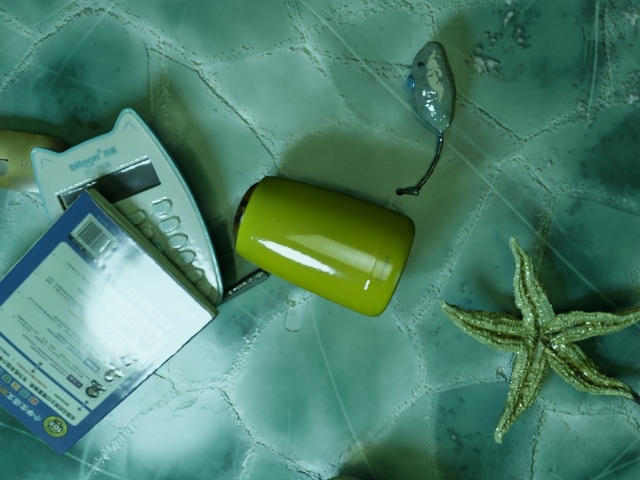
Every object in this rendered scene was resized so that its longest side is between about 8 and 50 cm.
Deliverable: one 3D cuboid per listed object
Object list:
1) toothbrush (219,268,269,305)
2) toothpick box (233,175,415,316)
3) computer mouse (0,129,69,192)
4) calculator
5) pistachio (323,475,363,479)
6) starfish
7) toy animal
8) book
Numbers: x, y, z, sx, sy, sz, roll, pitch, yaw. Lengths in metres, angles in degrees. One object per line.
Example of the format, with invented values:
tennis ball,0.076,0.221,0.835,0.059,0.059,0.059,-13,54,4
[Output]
toothbrush,-0.217,0.126,1.042,0.297,0.030,0.030,-30,86,8
toothpick box,0.000,0.000,0.939,0.271,0.175,0.175,21,99,3
computer mouse,-0.535,-0.140,1.011,0.199,0.045,0.102,9,97,1
calculator,-0.317,-0.009,0.990,0.256,0.054,0.386,-20,99,10
pistachio,0.066,0.553,0.995,0.321,0.238,0.229,52,58,-11
starfish,0.386,0.154,0.985,0.347,0.078,0.357,-11,98,5
toy animal,0.181,-0.196,0.958,0.079,0.070,0.252,17,116,36
book,-0.422,0.155,1.000,0.428,0.039,0.300,-41,100,15
